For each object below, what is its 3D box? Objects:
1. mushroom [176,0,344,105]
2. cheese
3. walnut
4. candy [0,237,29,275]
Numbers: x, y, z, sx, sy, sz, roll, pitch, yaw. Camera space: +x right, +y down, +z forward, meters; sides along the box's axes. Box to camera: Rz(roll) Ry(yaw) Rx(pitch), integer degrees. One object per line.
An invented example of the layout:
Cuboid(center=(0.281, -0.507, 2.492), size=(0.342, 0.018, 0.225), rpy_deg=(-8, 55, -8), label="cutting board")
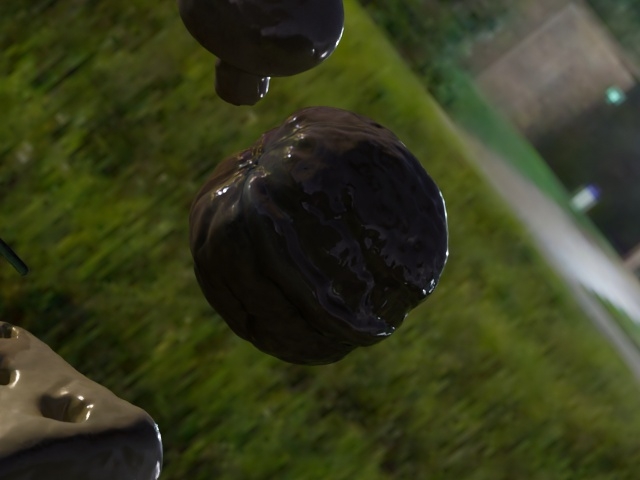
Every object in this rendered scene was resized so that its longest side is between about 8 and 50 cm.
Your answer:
Cuboid(center=(-0.071, -0.277, 2.114), size=(0.206, 0.206, 0.209), rpy_deg=(54, -10, 18), label="mushroom")
Cuboid(center=(-0.393, 0.204, 1.882), size=(0.328, 0.129, 0.351), rpy_deg=(-15, 32, -43), label="cheese")
Cuboid(center=(0.000, -0.001, 1.676), size=(0.248, 0.248, 0.248), rpy_deg=(51, 5, -6), label="walnut")
Cuboid(center=(-0.460, -0.068, 2.081), size=(0.305, 0.083, 0.091), rpy_deg=(46, 11, 0), label="candy")
